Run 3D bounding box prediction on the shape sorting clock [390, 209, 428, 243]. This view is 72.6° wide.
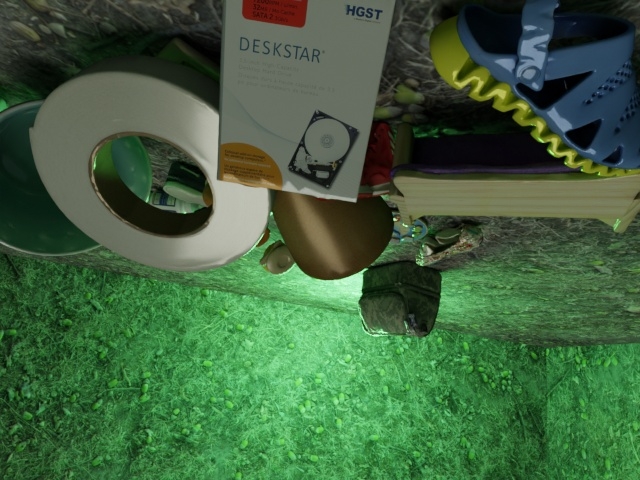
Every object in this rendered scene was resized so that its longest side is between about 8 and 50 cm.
[{"bbox_3d":[0.188,-0.033,1.192,0.206,0.040,0.206,8,163,2],"label":"shape sorting clock"}]

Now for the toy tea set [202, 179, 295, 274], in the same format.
[{"bbox_3d":[-0.141,-0.073,1.063,0.124,0.200,0.336,42,175,46],"label":"toy tea set"}]

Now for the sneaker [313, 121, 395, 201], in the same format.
[{"bbox_3d":[0.060,-0.136,0.743,0.087,0.128,0.221,-2,-173,37],"label":"sneaker"}]

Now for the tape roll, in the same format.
[{"bbox_3d":[-0.269,-0.105,0.731,0.392,0.072,0.392,4,132,4],"label":"tape roll"}]

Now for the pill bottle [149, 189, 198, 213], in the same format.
[{"bbox_3d":[-0.407,-0.104,1.219,0.120,0.067,0.067,6,163,10],"label":"pill bottle"}]

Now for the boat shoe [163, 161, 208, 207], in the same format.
[{"bbox_3d":[-0.260,-0.115,1.090,0.255,0.079,0.095,21,162,-26],"label":"boat shoe"}]

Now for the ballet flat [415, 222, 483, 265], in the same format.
[{"bbox_3d":[0.330,0.005,1.188,0.077,0.091,0.241,28,148,-22],"label":"ballet flat"}]

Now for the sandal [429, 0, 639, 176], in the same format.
[{"bbox_3d":[0.284,-0.181,0.481,0.317,0.126,0.138,25,150,-11],"label":"sandal"}]

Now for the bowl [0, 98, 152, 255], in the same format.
[{"bbox_3d":[-0.511,-0.141,0.845,0.163,0.311,0.311,38,-176,38],"label":"bowl"}]

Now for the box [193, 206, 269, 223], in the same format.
[{"bbox_3d":[-0.242,-0.047,1.200,0.184,0.045,0.190,19,-171,-4],"label":"box"}]

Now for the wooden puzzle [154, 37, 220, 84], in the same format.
[{"bbox_3d":[-0.206,-0.228,0.758,0.239,0.044,0.221,-8,156,45],"label":"wooden puzzle"}]

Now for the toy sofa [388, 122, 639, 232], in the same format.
[{"bbox_3d":[0.296,-0.118,0.681,0.363,0.150,0.177,2,157,21],"label":"toy sofa"}]

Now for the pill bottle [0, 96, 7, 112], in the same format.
[{"bbox_3d":[-0.749,-0.248,0.796,0.264,0.146,0.146,19,160,-30],"label":"pill bottle"}]

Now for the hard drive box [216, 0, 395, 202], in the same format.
[{"bbox_3d":[-0.024,-0.179,0.524,0.181,0.232,0.089,8,-153,0],"label":"hard drive box"}]

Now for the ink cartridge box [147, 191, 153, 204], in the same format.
[{"bbox_3d":[-0.528,-0.093,1.351,0.224,0.045,0.223,22,158,-35],"label":"ink cartridge box"}]

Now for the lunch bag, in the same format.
[{"bbox_3d":[0.292,0.234,1.633,0.213,0.255,0.305,19,160,-29],"label":"lunch bag"}]

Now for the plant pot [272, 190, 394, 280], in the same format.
[{"bbox_3d":[-0.005,-0.085,0.863,0.237,0.237,0.254,-1,144,30],"label":"plant pot"}]
